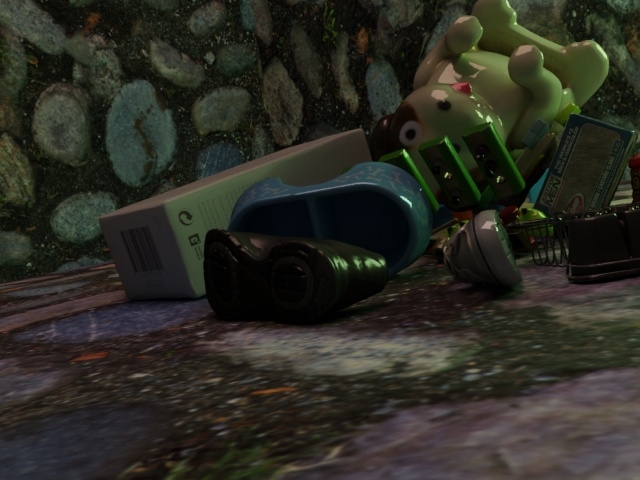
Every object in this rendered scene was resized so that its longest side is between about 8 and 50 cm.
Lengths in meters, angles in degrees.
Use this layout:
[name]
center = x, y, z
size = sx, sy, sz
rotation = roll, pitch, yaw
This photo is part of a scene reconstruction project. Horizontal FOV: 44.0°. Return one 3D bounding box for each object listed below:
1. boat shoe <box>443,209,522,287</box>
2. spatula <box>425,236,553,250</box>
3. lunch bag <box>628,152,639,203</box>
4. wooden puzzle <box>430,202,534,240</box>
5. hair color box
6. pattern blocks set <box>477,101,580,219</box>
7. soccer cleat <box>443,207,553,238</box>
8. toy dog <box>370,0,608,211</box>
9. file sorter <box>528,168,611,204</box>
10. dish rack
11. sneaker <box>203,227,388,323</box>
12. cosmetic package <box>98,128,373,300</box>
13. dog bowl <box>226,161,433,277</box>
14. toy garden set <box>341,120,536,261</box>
[boat shoe]
center = 0.173, 0.021, 0.869
size = 0.076, 0.083, 0.226
rotation = -20, -11, 13
[spatula]
center = 0.236, -0.001, 1.328
size = 0.296, 0.030, 0.084
rotation = -7, 1, 40
[lunch bag]
center = 0.697, -0.113, 1.351
size = 0.293, 0.120, 0.258
rotation = -14, 10, -43
[wooden puzzle]
center = 0.270, -0.071, 1.691
size = 0.348, 0.080, 0.322
rotation = -10, 11, -24
[hair color box]
center = 0.468, -0.121, 1.376
size = 0.105, 0.173, 0.347
rotation = 23, 15, 19
[pattern blocks set]
center = 0.357, -0.113, 1.376
size = 0.026, 0.285, 0.325
rotation = 40, 22, 18
[soccer cleat]
center = 0.267, -0.006, 1.201
size = 0.179, 0.060, 0.072
rotation = -14, -28, 43
[toy dog]
center = 0.262, -0.221, 1.432
size = 0.408, 0.284, 0.395
rotation = -37, -17, -45
[file sorter]
center = 0.566, -0.124, 1.834
size = 0.170, 0.118, 0.104
rotation = -9, -1, 9
[dish rack]
center = 0.339, -0.011, 0.910
size = 0.208, 0.074, 0.271
rotation = -8, 1, -6
[sneaker]
center = -0.039, 0.041, 0.925
size = 0.130, 0.109, 0.286
rotation = -4, 8, -38
[cosmetic package]
center = -0.127, -0.051, 1.407
size = 0.453, 0.161, 0.230
rotation = -26, 13, -38
[dog bowl]
center = 0.005, -0.010, 1.096
size = 0.297, 0.166, 0.074
rotation = -8, 15, 14
[toy garden set]
center = 0.172, -0.041, 1.129
size = 0.244, 0.204, 0.049
rotation = -15, 31, 37
